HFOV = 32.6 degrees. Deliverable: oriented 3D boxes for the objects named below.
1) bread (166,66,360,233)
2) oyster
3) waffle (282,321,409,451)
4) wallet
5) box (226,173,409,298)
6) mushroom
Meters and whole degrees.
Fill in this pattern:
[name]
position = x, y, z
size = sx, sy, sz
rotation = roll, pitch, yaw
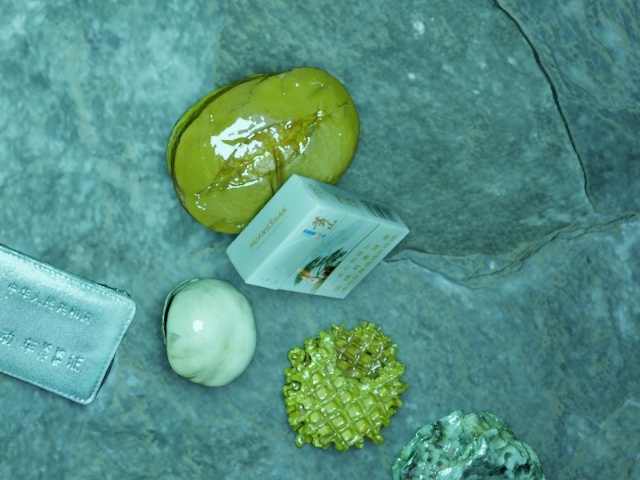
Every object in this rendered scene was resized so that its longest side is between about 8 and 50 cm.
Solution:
[bread]
position = -0.079, -0.126, 1.481
size = 0.270, 0.143, 0.195
rotation = -30, 111, -15
[oyster]
position = 0.241, 0.362, 1.718
size = 0.268, 0.112, 0.198
rotation = -15, 105, -22
[waffle]
position = 0.037, 0.218, 1.630
size = 0.193, 0.070, 0.197
rotation = -4, 102, -20
[wallet]
position = -0.371, 0.113, 1.465
size = 0.222, 0.036, 0.167
rotation = 26, 90, -24
[box]
position = 0.000, 0.000, 1.491
size = 0.149, 0.067, 0.233
rotation = -49, 149, 19
[mushroom]
position = -0.160, 0.128, 1.514
size = 0.154, 0.122, 0.154
rotation = 15, 72, -55
